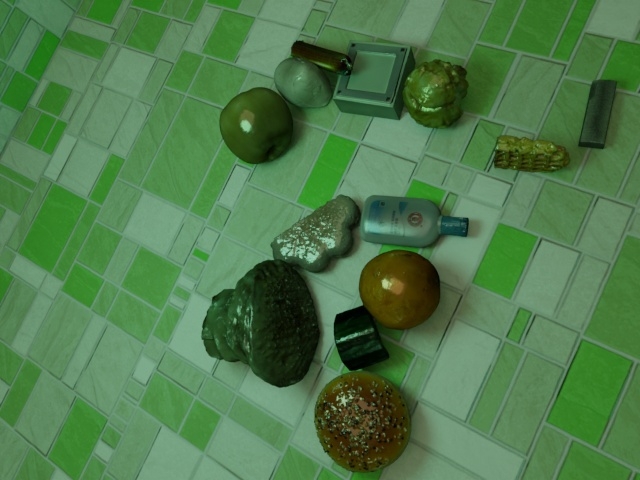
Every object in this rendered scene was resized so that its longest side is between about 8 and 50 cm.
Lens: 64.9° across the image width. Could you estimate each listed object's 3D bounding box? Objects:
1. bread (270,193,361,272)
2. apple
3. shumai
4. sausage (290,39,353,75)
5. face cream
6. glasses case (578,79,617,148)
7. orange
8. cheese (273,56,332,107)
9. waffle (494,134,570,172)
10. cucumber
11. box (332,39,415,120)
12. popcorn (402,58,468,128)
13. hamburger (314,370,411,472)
[{"bbox_3d":[0.000,-0.001,1.698,0.337,0.102,0.183,-34,73,7],"label":"bread"},{"bbox_3d":[-0.227,-0.408,1.792,0.262,0.262,0.262,-4,76,18],"label":"apple"},{"bbox_3d":[-0.215,0.276,1.620,0.323,0.324,0.398,-16,68,31],"label":"shumai"},{"bbox_3d":[0.014,-0.640,1.773,0.082,0.082,0.371,-51,42,2],"label":"sausage"},{"bbox_3d":[0.299,-0.057,1.613,0.336,0.080,0.163,7,79,21],"label":"face cream"},{"bbox_3d":[0.838,-0.382,1.519,0.070,0.047,0.205,13,83,23],"label":"glasses case"},{"bbox_3d":[0.236,0.142,1.502,0.246,0.246,0.246,-4,76,18],"label":"orange"},{"bbox_3d":[-0.073,-0.564,1.809,0.189,0.198,0.154,39,96,31],"label":"cheese"},{"bbox_3d":[0.630,-0.254,1.500,0.210,0.160,0.055,11,81,22],"label":"waffle"},{"bbox_3d":[0.118,0.295,1.546,0.130,0.191,0.191,-21,72,8],"label":"cucumber"},{"bbox_3d":[0.188,-0.558,1.749,0.224,0.117,0.225,14,82,21],"label":"box"},{"bbox_3d":[0.364,-0.465,1.612,0.204,0.221,0.184,24,62,24],"label":"popcorn"},{"bbox_3d":[0.120,0.533,1.488,0.300,0.176,0.300,-5,75,17],"label":"hamburger"}]
